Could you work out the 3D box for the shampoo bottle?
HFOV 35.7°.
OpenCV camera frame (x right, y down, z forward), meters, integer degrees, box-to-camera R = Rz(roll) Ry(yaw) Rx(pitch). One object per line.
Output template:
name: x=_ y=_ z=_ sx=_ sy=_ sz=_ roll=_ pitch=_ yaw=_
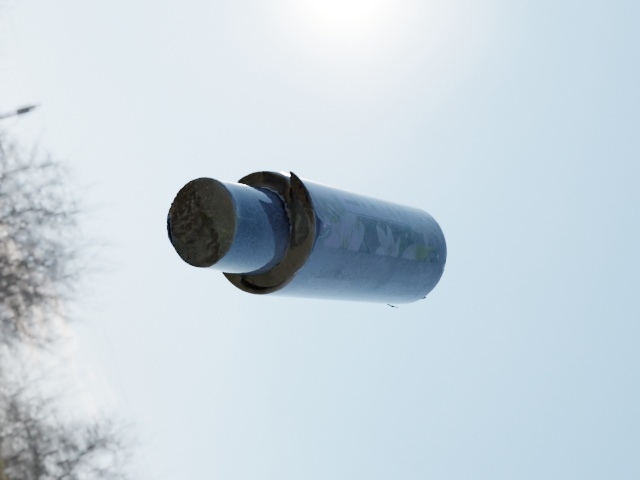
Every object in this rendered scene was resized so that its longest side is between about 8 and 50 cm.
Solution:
shampoo bottle: x=0.000 y=0.000 z=0.556 sx=0.072 sy=0.214 sz=0.072 roll=-4 pitch=-97 yaw=32
